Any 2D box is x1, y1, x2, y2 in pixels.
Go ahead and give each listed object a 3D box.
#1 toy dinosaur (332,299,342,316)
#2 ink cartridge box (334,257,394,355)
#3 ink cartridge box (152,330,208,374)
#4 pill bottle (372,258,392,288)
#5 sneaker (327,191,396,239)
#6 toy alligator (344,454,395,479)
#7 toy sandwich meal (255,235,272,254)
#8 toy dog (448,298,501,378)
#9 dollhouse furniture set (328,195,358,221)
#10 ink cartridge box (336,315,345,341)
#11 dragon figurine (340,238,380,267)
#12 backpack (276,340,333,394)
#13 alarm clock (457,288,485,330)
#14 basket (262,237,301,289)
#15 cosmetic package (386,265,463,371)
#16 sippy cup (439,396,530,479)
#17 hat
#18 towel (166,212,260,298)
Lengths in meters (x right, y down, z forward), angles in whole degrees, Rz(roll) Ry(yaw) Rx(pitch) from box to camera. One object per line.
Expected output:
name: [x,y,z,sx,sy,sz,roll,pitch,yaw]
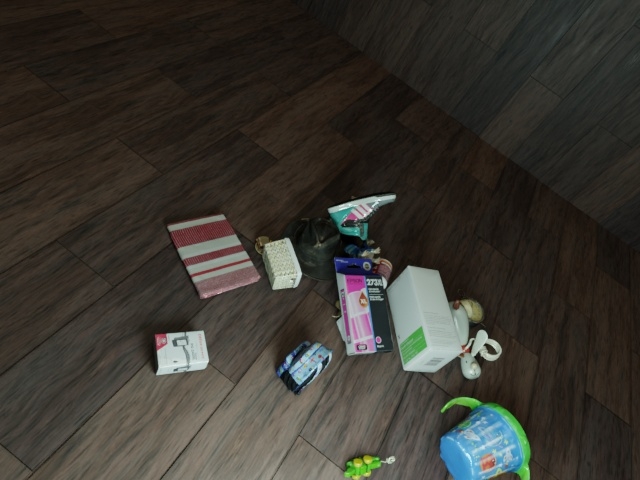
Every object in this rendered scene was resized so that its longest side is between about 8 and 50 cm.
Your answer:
toy dinosaur: [0.100,0.263,1.817,0.093,0.053,0.183,19,37,7]
ink cartridge box: [0.160,0.234,1.743,0.176,0.069,0.370,4,67,-30]
ink cartridge box: [-0.427,0.341,1.431,0.151,0.063,0.109,0,54,-29]
pill bottle: [0.243,0.153,1.953,0.086,0.086,0.152,31,44,-3]
sneaker: [0.193,-0.097,2.002,0.124,0.296,0.178,-54,128,-74]
toy alligator: [0.145,0.697,1.465,0.190,0.056,0.051,-2,14,-31]
toy sandwich meal: [-0.218,0.021,1.844,0.086,0.029,0.085,16,47,-18]
toy dog: [0.576,0.368,1.885,0.220,0.161,0.333,-31,65,-13]
dollhouse furniture set: [0.122,-0.166,2.144,0.161,0.101,0.181,15,47,-18]
ink cartridge box: [0.135,0.326,1.769,0.123,0.052,0.088,-4,57,-31]
dragon figurine: [0.151,0.064,1.940,0.289,0.085,0.144,-20,21,-41]
backpack: [-0.045,0.396,1.522,0.117,0.173,0.158,45,46,11]
alarm clock: [0.650,0.301,2.072,0.129,0.064,0.192,6,54,-25]
basket: [-0.149,0.090,1.760,0.103,0.113,0.167,-10,61,-19]
cosmetic package: [0.397,0.305,1.835,0.155,0.197,0.365,9,48,-22]
sippy cup: [0.534,0.698,1.576,0.224,0.305,0.240,-13,104,-25]
hat: [0.000,0.000,1.914,0.331,0.134,0.331,16,47,-18]
towel: [-0.396,0.048,1.720,0.237,0.037,0.329,-15,60,-35]
